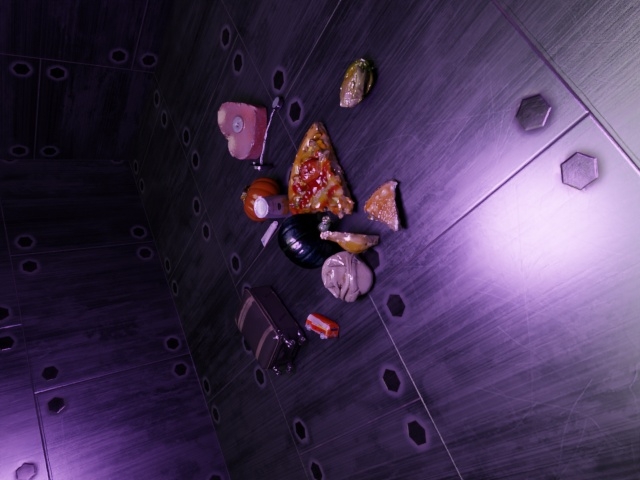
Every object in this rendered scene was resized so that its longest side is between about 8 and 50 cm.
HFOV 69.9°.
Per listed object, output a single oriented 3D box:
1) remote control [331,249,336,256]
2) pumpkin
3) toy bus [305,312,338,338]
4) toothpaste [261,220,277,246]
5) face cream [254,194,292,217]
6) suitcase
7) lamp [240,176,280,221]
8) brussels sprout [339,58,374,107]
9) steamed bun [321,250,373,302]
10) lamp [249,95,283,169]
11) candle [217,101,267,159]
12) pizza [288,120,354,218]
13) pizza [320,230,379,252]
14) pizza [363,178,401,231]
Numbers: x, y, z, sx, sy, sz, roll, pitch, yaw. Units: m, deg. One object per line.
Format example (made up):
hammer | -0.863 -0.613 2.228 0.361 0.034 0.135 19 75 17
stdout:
remote control | 0.053 0.084 1.982 0.034 0.016 0.090 -128 45 -55
pumpkin | -0.037 -0.016 1.889 0.248 0.248 0.247 12 105 51
toy bus | 0.006 0.381 2.047 0.174 0.079 0.077 21 103 49
toothpaste | -0.264 -0.037 2.356 0.048 0.031 0.190 62 141 20
face cream | -0.200 -0.154 2.068 0.073 0.269 0.107 6 98 23
suitcase | -0.270 0.444 2.312 0.434 0.194 0.283 50 131 37
lamp | -0.283 -0.200 2.216 0.223 0.197 0.223 -160 90 -80
brussels sprout | 0.133 -0.584 1.710 0.139 0.101 0.180 48 133 49
steamed bun | 0.088 0.142 1.844 0.217 0.145 0.211 60 136 26
lamp | -0.236 -0.510 2.235 0.130 0.109 0.370 36 109 57
candle | -0.376 -0.590 2.336 0.287 0.132 0.316 -41 74 40
pizza | -0.002 -0.240 1.911 0.406 0.130 0.439 43 127 42
pizza | 0.104 0.007 1.766 0.188 0.204 0.080 4 89 46
pizza | 0.249 -0.110 1.673 0.185 0.052 0.195 -46 56 37
